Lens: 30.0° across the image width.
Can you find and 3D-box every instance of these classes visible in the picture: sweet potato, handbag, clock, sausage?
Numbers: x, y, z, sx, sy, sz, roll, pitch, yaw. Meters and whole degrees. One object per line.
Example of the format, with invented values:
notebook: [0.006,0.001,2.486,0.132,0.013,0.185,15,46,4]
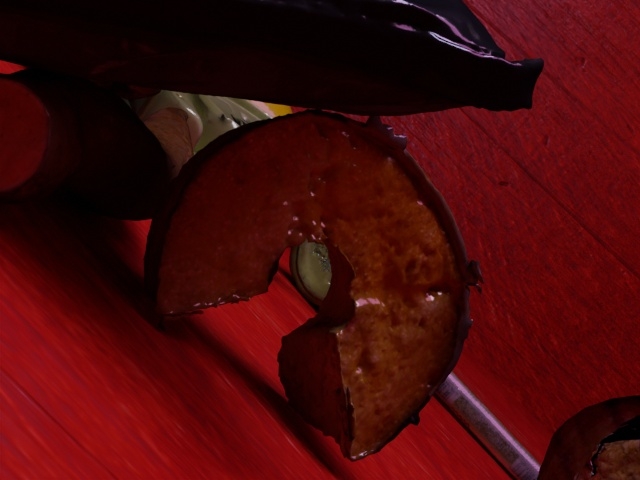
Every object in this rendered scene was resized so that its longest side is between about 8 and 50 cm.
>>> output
sweet potato: [-0.109,-0.043,0.589,0.067,0.059,0.281,59,6,6]
handbag: [-0.080,-0.107,0.523,0.332,0.075,0.191,10,11,-12]
clock: [-0.059,-0.066,0.990,0.232,0.069,0.170,30,14,-29]
sausage: [0.155,0.177,1.294,0.269,0.033,0.033,46,4,12]

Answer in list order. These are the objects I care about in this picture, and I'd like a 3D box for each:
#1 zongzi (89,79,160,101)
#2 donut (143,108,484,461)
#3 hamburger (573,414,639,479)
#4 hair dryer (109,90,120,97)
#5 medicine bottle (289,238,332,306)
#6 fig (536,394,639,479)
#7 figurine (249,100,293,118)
zongzi: [-0.246,-0.229,0.878,0.289,0.123,0.260,9,47,-18]
donut: [-0.003,0.011,0.603,0.181,0.146,0.078,39,-10,-25]
hamburger: [0.265,0.208,0.747,0.231,0.231,0.107,49,4,38]
hair dryer: [-0.210,-0.179,0.983,0.128,0.070,0.255,41,10,-41]
medicine bottle: [0.068,0.040,1.157,0.124,0.124,0.239,47,4,25]
fig: [0.294,0.252,0.993,0.249,0.186,0.203,-116,-179,-54]
figurine: [-0.096,-0.118,1.186,0.234,0.127,0.185,36,-7,19]
